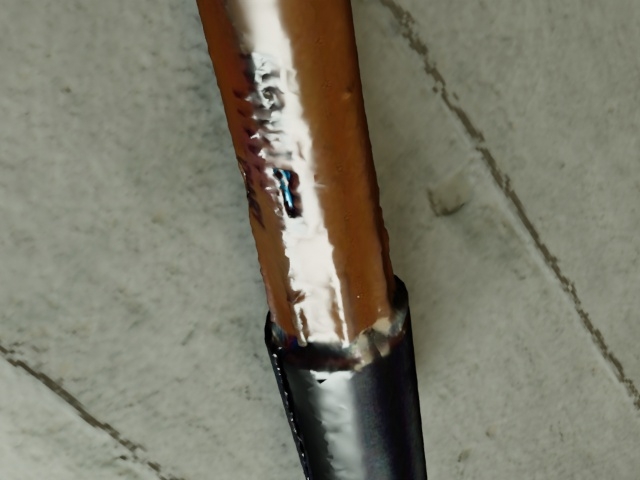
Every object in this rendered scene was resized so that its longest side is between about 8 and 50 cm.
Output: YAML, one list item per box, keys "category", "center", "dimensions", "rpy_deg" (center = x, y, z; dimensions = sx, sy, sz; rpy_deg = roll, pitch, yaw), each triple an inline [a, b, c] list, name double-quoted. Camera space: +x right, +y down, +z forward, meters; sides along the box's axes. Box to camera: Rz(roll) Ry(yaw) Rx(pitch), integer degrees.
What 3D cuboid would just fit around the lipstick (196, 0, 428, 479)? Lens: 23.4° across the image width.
- category: "lipstick"
  center: [0.000, 0.000, 0.760]
  dimensions: [0.077, 0.077, 0.418]
  rpy_deg: [-31, 133, -22]
